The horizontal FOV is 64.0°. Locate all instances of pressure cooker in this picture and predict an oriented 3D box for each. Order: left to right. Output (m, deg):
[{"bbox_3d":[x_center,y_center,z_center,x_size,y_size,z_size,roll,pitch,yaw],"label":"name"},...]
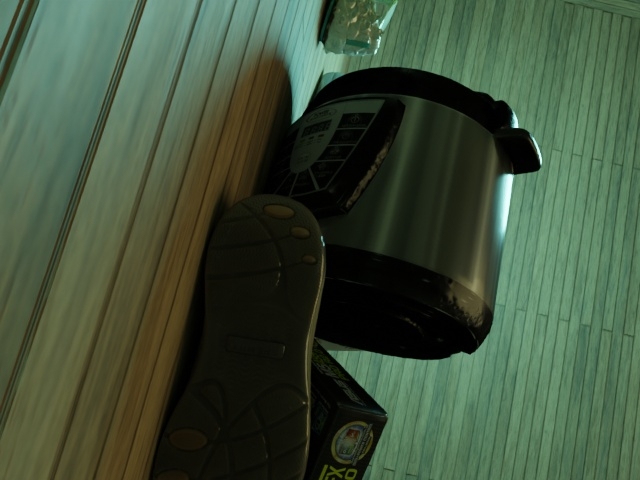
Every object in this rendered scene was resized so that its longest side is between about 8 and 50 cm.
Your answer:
[{"bbox_3d":[0.105,-0.058,0.819,0.375,0.369,0.421,112,-4,-67],"label":"pressure cooker"}]

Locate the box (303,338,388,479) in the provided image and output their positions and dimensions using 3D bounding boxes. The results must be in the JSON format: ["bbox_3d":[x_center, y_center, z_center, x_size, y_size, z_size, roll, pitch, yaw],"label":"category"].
[{"bbox_3d":[-0.050,0.224,0.585,0.216,0.060,0.270,-67,-155,3],"label":"box"}]

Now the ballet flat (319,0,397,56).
[{"bbox_3d":[0.097,-0.523,1.073,0.147,0.147,0.409,103,0,-60],"label":"ballet flat"}]

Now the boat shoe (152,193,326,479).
[{"bbox_3d":[-0.064,0.136,0.499,0.130,0.132,0.356,50,54,-89],"label":"boat shoe"}]

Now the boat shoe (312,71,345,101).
[{"bbox_3d":[0.022,-0.314,1.209,0.094,0.109,0.302,-58,-178,37],"label":"boat shoe"}]

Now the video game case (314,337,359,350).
[{"bbox_3d":[0.029,0.113,1.041,0.269,0.244,0.061,-100,-169,-59],"label":"video game case"}]
